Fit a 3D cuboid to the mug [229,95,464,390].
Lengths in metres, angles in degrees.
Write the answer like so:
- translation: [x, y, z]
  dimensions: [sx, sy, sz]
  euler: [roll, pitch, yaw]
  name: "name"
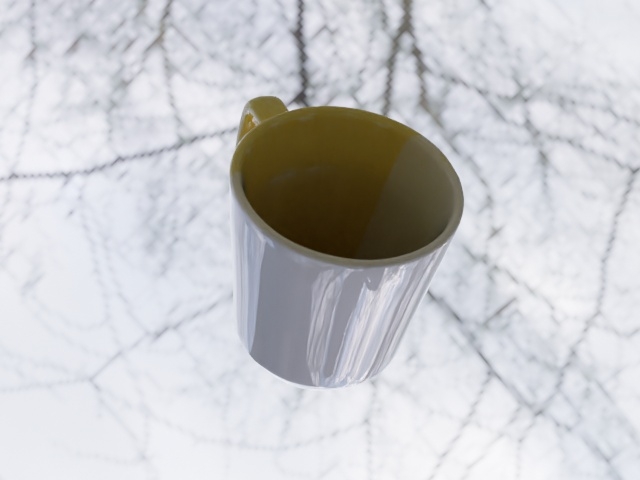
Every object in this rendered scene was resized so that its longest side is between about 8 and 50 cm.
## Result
- translation: [0.003, 0.002, 0.505]
  dimensions: [0.062, 0.064, 0.078]
  euler: [9, -137, -2]
  name: "mug"
